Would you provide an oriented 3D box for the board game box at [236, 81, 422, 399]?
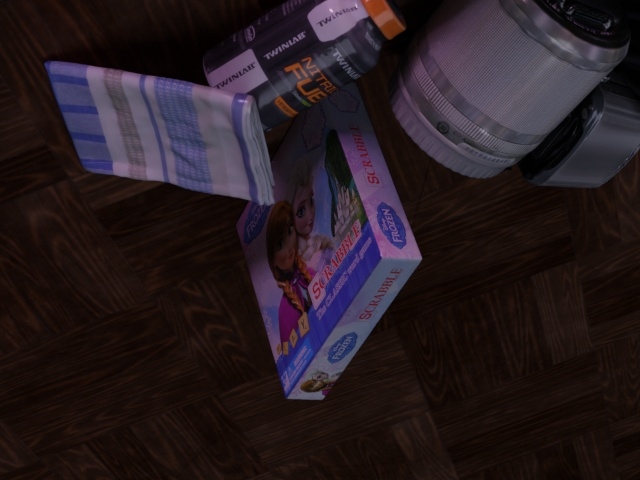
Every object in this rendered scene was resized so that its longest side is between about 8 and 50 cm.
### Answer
[{"bbox_3d":[0.000,0.000,2.007,0.066,0.318,0.318,4,138,-28],"label":"board game box"}]

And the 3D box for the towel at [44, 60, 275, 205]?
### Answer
[{"bbox_3d":[-0.200,-0.135,1.860,0.285,0.034,0.209,12,147,15],"label":"towel"}]

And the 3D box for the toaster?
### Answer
[{"bbox_3d":[0.378,-0.159,2.127,0.146,0.129,0.227,6,136,-33],"label":"toaster"}]

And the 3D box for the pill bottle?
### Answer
[{"bbox_3d":[-0.016,-0.243,1.839,0.246,0.130,0.130,-30,143,15],"label":"pill bottle"}]

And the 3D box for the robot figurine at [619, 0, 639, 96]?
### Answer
[{"bbox_3d":[0.527,-0.260,2.027,0.278,0.173,0.209,12,138,-35],"label":"robot figurine"}]

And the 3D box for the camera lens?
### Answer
[{"bbox_3d":[0.243,-0.240,1.878,0.219,0.219,0.274,12,135,-35],"label":"camera lens"}]
